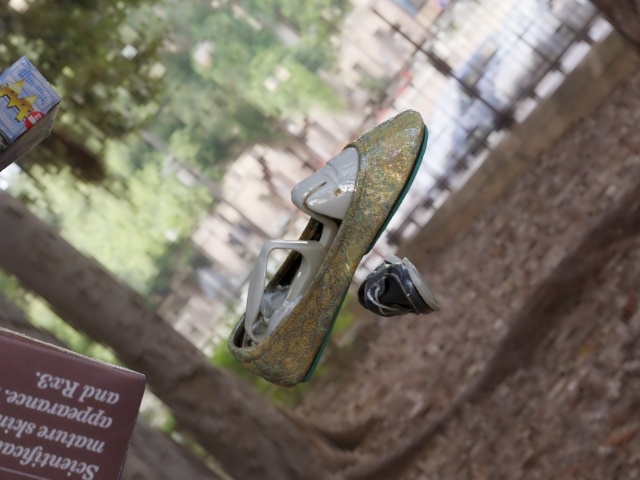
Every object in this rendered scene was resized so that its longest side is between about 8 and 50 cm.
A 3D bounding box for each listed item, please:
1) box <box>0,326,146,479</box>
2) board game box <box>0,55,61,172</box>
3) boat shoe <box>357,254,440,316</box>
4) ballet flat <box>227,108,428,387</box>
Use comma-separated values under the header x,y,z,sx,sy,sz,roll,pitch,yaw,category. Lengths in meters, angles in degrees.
x,y,z,sx,sy,sz,roll,pitch,yaw,category
-0.230,0.102,0.805,0.381,0.191,0.143,176,111,-73,box
-0.337,-0.103,1.534,0.194,0.060,0.194,-43,4,-28,board game box
0.099,0.071,1.985,0.079,0.084,0.233,-34,6,-6,boat shoe
0.000,0.000,1.698,0.348,0.123,0.123,-63,-1,11,ballet flat
